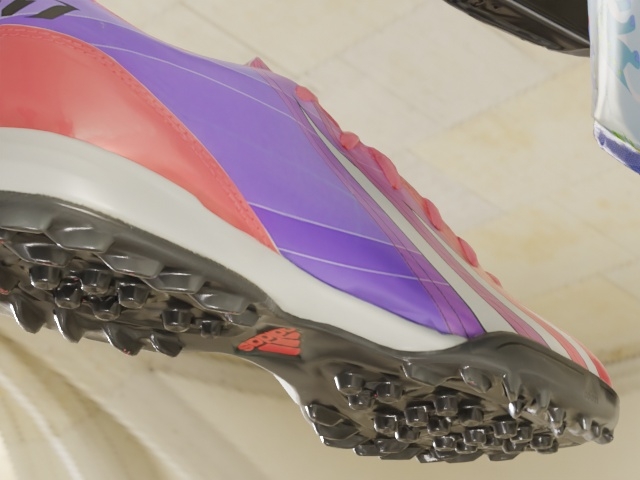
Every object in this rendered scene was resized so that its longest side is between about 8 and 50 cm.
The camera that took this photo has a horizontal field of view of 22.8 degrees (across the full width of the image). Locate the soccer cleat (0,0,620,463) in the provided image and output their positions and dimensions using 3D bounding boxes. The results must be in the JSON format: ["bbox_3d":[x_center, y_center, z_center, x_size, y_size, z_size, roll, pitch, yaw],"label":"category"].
[{"bbox_3d":[0.000,0.000,0.576,0.108,0.318,0.116,-23,-126,42],"label":"soccer cleat"}]

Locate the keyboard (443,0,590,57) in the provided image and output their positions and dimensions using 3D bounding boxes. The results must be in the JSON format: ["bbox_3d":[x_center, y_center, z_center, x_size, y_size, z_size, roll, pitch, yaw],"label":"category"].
[{"bbox_3d":[0.090,-0.248,0.748,0.033,0.201,0.317,-22,-129,53],"label":"keyboard"}]

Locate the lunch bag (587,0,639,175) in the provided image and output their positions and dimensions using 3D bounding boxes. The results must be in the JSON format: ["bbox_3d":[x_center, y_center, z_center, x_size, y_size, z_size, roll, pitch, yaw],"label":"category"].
[{"bbox_3d":[0.139,-0.075,0.451,0.151,0.096,0.129,-122,-158,-68],"label":"lunch bag"}]
